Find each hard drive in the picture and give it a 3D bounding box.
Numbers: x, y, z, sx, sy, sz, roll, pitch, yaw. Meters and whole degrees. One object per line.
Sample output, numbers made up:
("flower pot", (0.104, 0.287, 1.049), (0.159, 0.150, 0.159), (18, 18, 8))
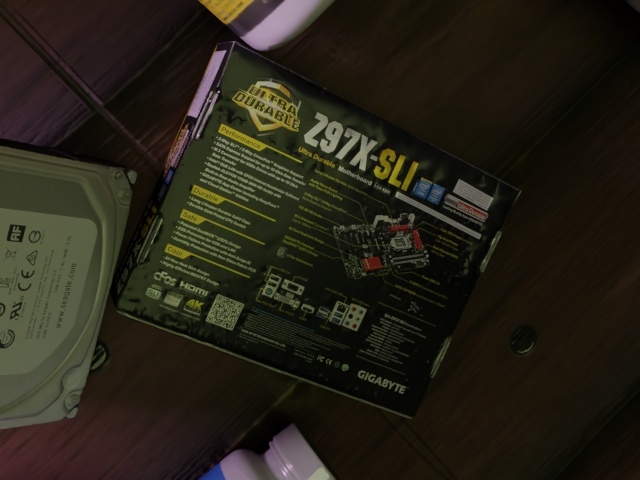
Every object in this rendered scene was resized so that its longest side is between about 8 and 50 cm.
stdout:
("hard drive", (-0.301, 0.031, 0.557), (0.339, 0.064, 0.237), (9, 99, -55))

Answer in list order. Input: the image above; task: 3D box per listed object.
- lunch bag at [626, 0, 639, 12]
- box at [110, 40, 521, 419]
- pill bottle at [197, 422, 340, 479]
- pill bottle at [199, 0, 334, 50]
("lunch bag", (0.368, -0.338, 0.738), (0.235, 0.169, 0.287), (22, 89, -20))
("box", (0.000, 0.000, 0.736), (0.322, 0.079, 0.257), (23, 91, -20))
("pill bottle", (-0.084, 0.282, 0.740), (0.221, 0.124, 0.124), (-38, 109, -8))
("pill bottle", (-0.106, -0.320, 0.580), (0.334, 0.188, 0.188), (40, 87, -20))
